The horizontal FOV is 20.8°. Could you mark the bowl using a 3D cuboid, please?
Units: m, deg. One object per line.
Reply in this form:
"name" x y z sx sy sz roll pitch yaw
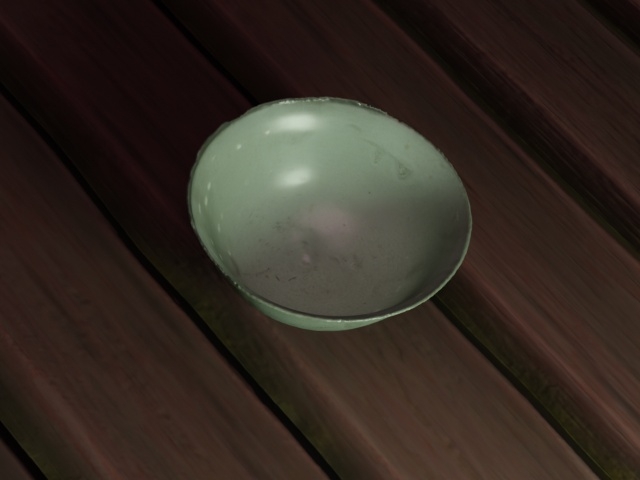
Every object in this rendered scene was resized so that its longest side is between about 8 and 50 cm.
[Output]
"bowl" 0.000 0.000 1.929 0.313 0.146 0.313 6 53 -8
